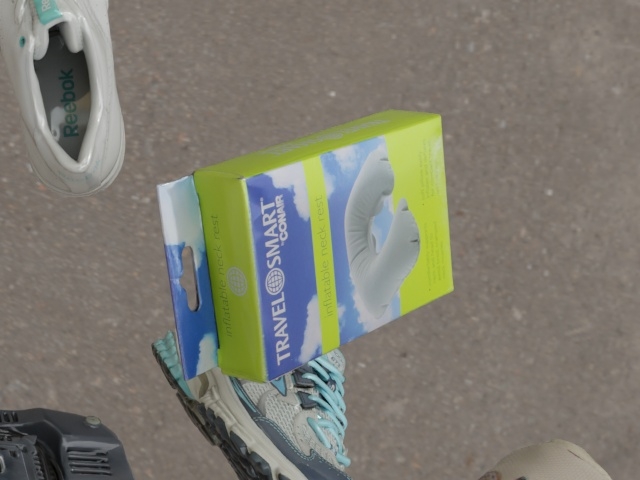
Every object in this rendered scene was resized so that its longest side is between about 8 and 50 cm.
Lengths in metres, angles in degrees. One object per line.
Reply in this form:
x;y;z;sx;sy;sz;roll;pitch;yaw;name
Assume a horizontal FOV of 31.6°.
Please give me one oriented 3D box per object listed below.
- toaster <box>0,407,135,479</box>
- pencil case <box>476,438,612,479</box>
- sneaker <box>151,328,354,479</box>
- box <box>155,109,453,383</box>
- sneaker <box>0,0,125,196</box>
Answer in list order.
-0.203;0.165;0.553;0.227;0.129;0.146;10;112;-30;toaster
-0.005;0.244;0.424;0.410;0.160;0.184;-25;95;-34;pencil case
-0.029;0.116;0.847;0.122;0.283;0.110;-34;125;-13;sneaker
0.000;0.000;0.600;0.178;0.042;0.109;-22;113;-43;box
-0.150;-0.131;0.623;0.080;0.094;0.212;-16;92;-9;sneaker
